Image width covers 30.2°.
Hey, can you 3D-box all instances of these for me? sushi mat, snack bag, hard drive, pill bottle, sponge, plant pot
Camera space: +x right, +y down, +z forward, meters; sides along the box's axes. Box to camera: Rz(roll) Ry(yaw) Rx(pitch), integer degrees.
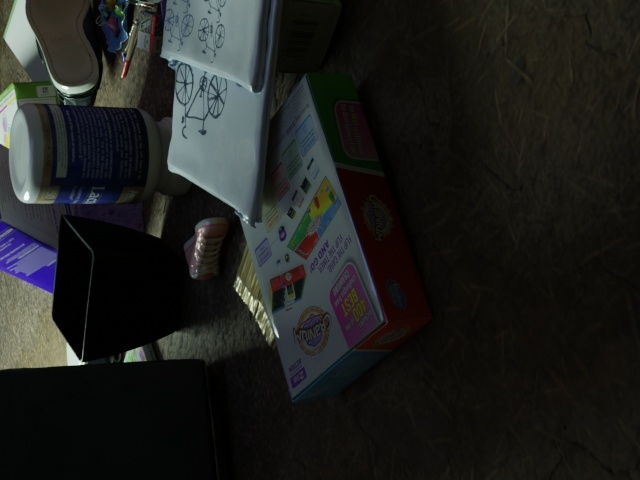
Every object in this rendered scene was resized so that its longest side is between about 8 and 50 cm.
[{"bbox_3d":[-0.046,-0.018,1.557,0.151,0.019,0.317,56,138,44],"label":"sushi mat"},{"bbox_3d":[-0.136,-0.218,1.512,0.323,0.037,0.343,31,119,58],"label":"snack bag"},{"bbox_3d":[-0.165,0.341,1.780,0.094,0.022,0.135,-35,60,57],"label":"hard drive"},{"bbox_3d":[-0.337,-0.133,1.841,0.153,0.264,0.153,4,94,63],"label":"pill bottle"},{"bbox_3d":[-0.370,-0.114,2.057,0.031,0.117,0.210,-20,73,61],"label":"sponge"},{"bbox_3d":[-0.325,0.073,1.924,0.188,0.167,0.188,38,123,57],"label":"plant pot"}]

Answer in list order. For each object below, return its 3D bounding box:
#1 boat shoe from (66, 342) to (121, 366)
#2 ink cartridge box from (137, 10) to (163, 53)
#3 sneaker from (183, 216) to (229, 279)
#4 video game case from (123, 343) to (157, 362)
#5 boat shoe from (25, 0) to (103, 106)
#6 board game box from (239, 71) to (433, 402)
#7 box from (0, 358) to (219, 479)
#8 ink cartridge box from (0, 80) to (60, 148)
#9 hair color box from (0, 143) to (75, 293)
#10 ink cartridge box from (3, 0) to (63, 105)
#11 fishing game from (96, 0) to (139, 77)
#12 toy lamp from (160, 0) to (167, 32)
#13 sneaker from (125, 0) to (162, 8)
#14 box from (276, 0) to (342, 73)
[{"bbox_3d":[-0.417,0.242,2.190,0.095,0.079,0.255,5,97,60],"label":"boat shoe"},{"bbox_3d":[-0.270,-0.343,1.961,0.115,0.029,0.063,31,117,58],"label":"ink cartridge box"},{"bbox_3d":[-0.163,0.017,1.747,0.134,0.051,0.070,-45,54,57],"label":"sneaker"},{"bbox_3d":[-0.312,0.288,2.053,0.193,0.023,0.212,63,142,40],"label":"video game case"},{"bbox_3d":[-0.479,-0.378,2.264,0.113,0.127,0.340,89,160,-53],"label":"boat shoe"},{"bbox_3d":[0.000,0.000,1.399,0.242,0.064,0.317,-45,55,51],"label":"board game box"},{"bbox_3d":[-0.463,0.364,1.804,0.471,0.479,0.298,-25,69,59],"label":"box"},{"bbox_3d":[-0.606,-0.189,2.497,0.188,0.097,0.255,-19,80,59],"label":"ink cartridge box"},{"bbox_3d":[-0.483,-0.022,2.047,0.110,0.339,0.185,-32,56,18],"label":"hair color box"},{"bbox_3d":[-0.582,-0.400,2.521,0.235,0.056,0.171,55,143,10],"label":"ink cartridge box"},{"bbox_3d":[-0.382,-0.435,2.161,0.189,0.041,0.264,-63,39,45],"label":"fishing game"},{"bbox_3d":[-0.173,-0.273,1.735,0.275,0.080,0.080,62,141,39],"label":"toy lamp"},{"bbox_3d":[-0.292,-0.430,1.988,0.170,0.068,0.071,13,86,52],"label":"sneaker"},{"bbox_3d":[-0.074,-0.338,1.529,0.275,0.094,0.113,64,143,39],"label":"box"}]
